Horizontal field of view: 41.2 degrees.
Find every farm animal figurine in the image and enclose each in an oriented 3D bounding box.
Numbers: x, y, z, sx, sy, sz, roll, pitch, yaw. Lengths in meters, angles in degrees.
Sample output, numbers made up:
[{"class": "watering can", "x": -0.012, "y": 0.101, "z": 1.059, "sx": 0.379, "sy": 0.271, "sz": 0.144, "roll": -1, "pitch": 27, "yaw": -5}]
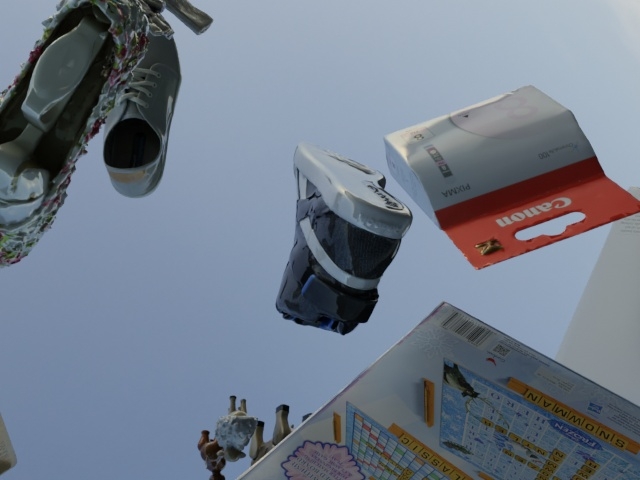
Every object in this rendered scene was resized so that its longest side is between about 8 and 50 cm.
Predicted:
[{"class": "farm animal figurine", "x": -0.090, "y": 0.481, "z": 1.790, "sx": 0.330, "sy": 0.327, "sz": 0.172, "roll": 12, "pitch": -129, "yaw": -15}]

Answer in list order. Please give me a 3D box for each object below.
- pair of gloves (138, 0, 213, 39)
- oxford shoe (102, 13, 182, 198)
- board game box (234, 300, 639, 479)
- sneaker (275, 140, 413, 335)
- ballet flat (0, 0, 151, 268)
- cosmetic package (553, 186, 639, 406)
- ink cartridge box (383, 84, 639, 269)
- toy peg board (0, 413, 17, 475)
[{"class": "pair of gloves", "x": -0.296, "y": -0.421, "z": 1.443, "sx": 0.204, "sy": 0.042, "sz": 0.240, "roll": 43, "pitch": -151, "yaw": 1}, {"class": "oxford shoe", "x": -0.398, "y": -0.319, "z": 1.868, "sx": 0.169, "sy": 0.130, "sz": 0.449, "roll": 1, "pitch": -103, "yaw": 1}, {"class": "board game box", "x": 0.144, "y": 0.210, "z": 0.669, "sx": 0.319, "sy": 0.066, "sz": 0.318, "roll": 29, "pitch": -141, "yaw": 28}, {"class": "sneaker", "x": 0.000, "y": 0.000, "z": 0.655, "sx": 0.079, "sy": 0.121, "sz": 0.217, "roll": 20, "pitch": -167, "yaw": -11}, {"class": "ballet flat", "x": -0.206, "y": -0.082, "z": 0.610, "sx": 0.091, "sy": 0.241, "sz": 0.077, "roll": 29, "pitch": -171, "yaw": -7}, {"class": "cosmetic package", "x": 0.522, "y": 0.110, "z": 1.317, "sx": 0.155, "sy": 0.197, "sz": 0.365, "roll": 40, "pitch": -108, "yaw": -39}, {"class": "ink cartridge box", "x": 0.192, "y": -0.076, "z": 0.883, "sx": 0.232, "sy": 0.189, "sz": 0.066, "roll": -123, "pitch": 15, "yaw": -61}, {"class": "toy peg board", "x": -0.352, "y": 0.148, "z": 0.709, "sx": 0.161, "sy": 0.079, "sz": 0.160, "roll": -25, "pitch": -84, "yaw": -78}]
